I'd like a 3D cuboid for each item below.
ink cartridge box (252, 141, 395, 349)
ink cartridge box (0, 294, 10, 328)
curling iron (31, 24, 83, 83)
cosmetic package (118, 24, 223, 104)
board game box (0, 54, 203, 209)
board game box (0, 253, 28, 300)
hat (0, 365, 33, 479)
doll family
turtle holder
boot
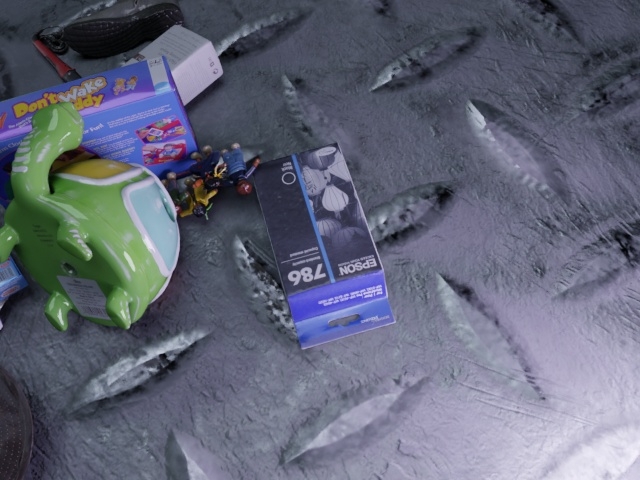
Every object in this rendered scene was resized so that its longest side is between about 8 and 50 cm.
[{"bbox_3d":[0.000,0.000,1.173,0.165,0.065,0.333,-16,64,-5],"label":"ink cartridge box"},{"bbox_3d":[-0.639,0.132,1.161,0.206,0.045,0.208,22,64,15],"label":"ink cartridge box"},{"bbox_3d":[-0.491,-0.340,1.401,0.068,0.035,0.274,-35,65,-13],"label":"curling iron"},{"bbox_3d":[-0.310,-0.294,1.325,0.117,0.085,0.231,32,67,34],"label":"cosmetic package"},{"bbox_3d":[-0.390,-0.160,1.189,0.347,0.233,0.078,-17,63,-5],"label":"board game box"},{"bbox_3d":[-0.605,0.034,1.171,0.160,0.039,0.211,-32,63,-17],"label":"board game box"},{"bbox_3d":[-0.582,0.298,1.024,0.331,0.134,0.332,3,73,-11],"label":"hat"},{"bbox_3d":[-0.193,-0.095,1.212,0.193,0.076,0.111,-39,42,15],"label":"doll family"},{"bbox_3d":[-0.361,-0.029,1.093,0.320,0.243,0.227,46,47,-14],"label":"turtle holder"},{"bbox_3d":[-0.407,-0.472,1.449,0.246,0.083,0.161,-16,56,-10],"label":"boot"}]
